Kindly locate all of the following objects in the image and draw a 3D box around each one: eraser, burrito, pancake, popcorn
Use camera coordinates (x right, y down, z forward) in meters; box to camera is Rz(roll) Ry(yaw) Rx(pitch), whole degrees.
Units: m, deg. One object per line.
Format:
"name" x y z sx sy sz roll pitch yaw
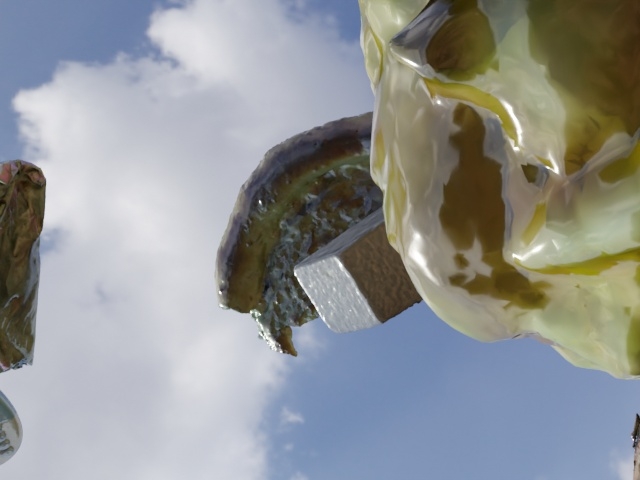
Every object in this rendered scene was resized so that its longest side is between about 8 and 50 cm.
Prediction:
"eraser" 0.142 -0.015 1.206 0.352 0.077 0.111 -34 -77 -7
"burrito" -0.418 0.041 1.308 0.096 0.066 0.309 -18 -60 -54
"pancake" -0.002 -0.005 1.461 0.305 0.427 0.067 64 -158 0
"popcorn" 0.153 -0.100 0.435 0.274 0.279 0.335 -7 -88 -6

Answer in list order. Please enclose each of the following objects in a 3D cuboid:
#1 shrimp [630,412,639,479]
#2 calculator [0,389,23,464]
"shrimp" 0.356 0.235 0.938 0.034 0.124 0.178 -2 -83 -49
"calculator" -0.541 0.259 1.398 0.188 0.042 0.303 -21 -41 -5
